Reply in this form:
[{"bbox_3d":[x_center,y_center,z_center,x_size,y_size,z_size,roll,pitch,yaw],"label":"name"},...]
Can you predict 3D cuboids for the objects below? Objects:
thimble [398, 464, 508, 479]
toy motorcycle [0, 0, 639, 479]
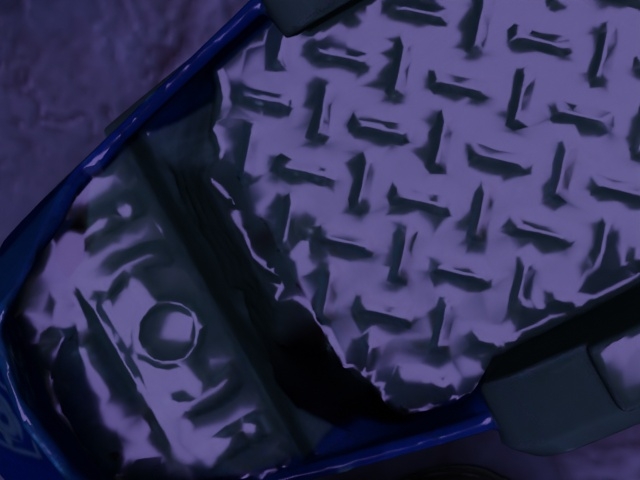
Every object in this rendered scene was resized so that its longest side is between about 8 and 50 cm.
[{"bbox_3d":[0.049,0.139,0.663,0.084,0.062,0.110,-21,94,18],"label":"thimble"},{"bbox_3d":[0.000,0.000,0.580,0.326,0.200,0.191,-29,94,15],"label":"toy motorcycle"}]
